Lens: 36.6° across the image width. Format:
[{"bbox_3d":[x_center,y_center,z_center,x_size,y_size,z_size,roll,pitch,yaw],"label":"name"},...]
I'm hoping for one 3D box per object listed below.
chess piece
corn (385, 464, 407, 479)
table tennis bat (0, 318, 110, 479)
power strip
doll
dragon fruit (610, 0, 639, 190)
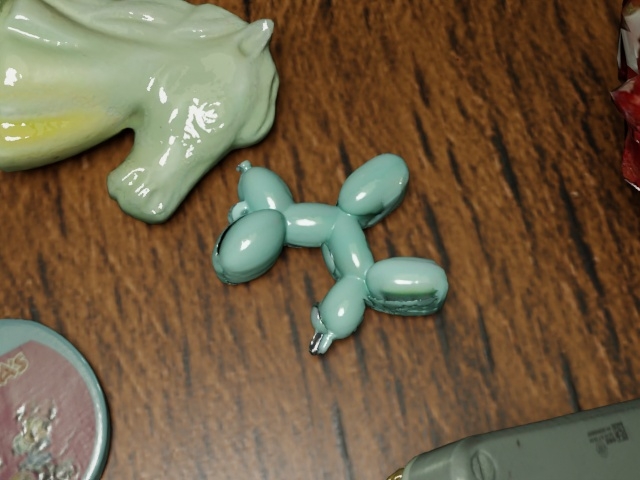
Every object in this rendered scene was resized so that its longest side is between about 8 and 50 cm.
[{"bbox_3d":[-0.181,-0.117,0.716,0.298,0.176,0.176,15,70,-8],"label":"chess piece"},{"bbox_3d":[0.112,0.279,0.582,0.106,0.106,0.305,-13,74,-5],"label":"corn"},{"bbox_3d":[-0.245,0.097,0.685,0.153,0.040,0.244,-28,77,-9],"label":"table tennis bat"},{"bbox_3d":[0.173,0.195,0.560,0.265,0.059,0.194,0,64,-40],"label":"power strip"},{"bbox_3d":[0.000,0.000,0.704,0.158,0.059,0.159,-21,73,-8],"label":"doll"},{"bbox_3d":[0.345,-0.110,0.631,0.301,0.295,0.296,-3,69,15],"label":"dragon fruit"}]
